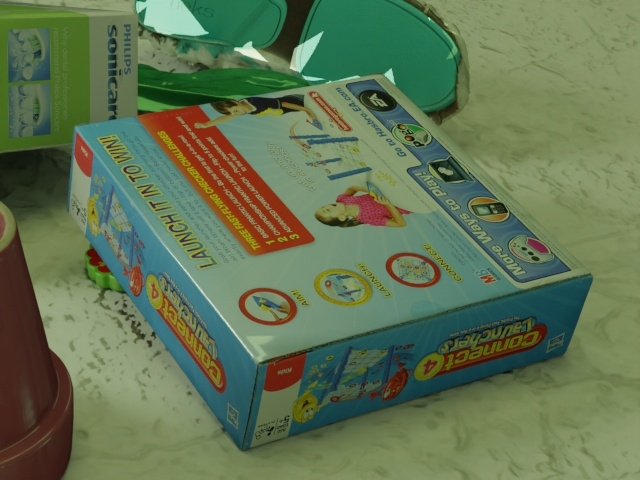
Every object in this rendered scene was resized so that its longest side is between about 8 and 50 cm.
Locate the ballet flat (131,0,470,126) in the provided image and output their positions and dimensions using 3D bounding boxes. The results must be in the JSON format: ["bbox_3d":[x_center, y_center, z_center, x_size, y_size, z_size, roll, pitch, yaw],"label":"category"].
[{"bbox_3d":[-0.008,-0.211,1.679,0.409,0.147,0.147,22,32,26],"label":"ballet flat"}]

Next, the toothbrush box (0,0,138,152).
[{"bbox_3d":[-0.331,-0.145,1.408,0.206,0.122,0.283,11,16,40],"label":"toothbrush box"}]

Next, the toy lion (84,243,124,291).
[{"bbox_3d":[-0.141,0.017,1.332,0.096,0.034,0.100,-29,43,-36],"label":"toy lion"}]

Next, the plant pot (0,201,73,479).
[{"bbox_3d":[-0.264,0.068,1.056,0.201,0.180,0.201,3,29,-2],"label":"plant pot"}]

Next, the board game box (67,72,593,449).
[{"bbox_3d":[0.000,0.000,1.276,0.302,0.086,0.308,-13,43,-30],"label":"board game box"}]

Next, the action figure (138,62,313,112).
[{"bbox_3d":[-0.086,-0.134,1.580,0.232,0.063,0.137,6,26,9],"label":"action figure"}]
